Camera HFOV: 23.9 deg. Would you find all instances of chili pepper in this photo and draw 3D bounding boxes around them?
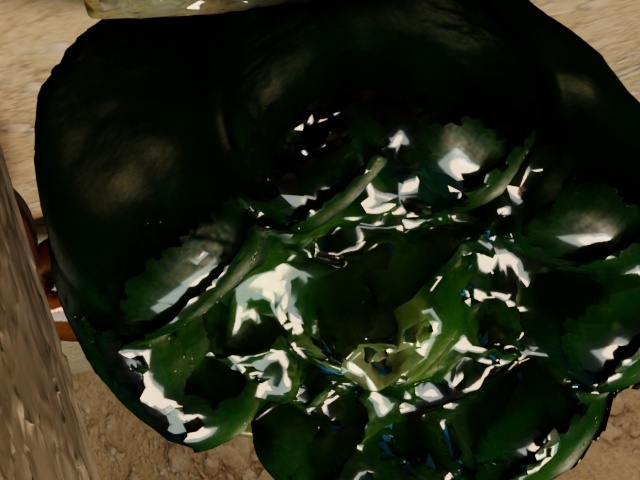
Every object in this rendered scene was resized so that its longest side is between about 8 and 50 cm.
[{"bbox_3d":[0.018,-0.023,0.650,0.233,0.257,0.248,-37,127,16],"label":"chili pepper"}]

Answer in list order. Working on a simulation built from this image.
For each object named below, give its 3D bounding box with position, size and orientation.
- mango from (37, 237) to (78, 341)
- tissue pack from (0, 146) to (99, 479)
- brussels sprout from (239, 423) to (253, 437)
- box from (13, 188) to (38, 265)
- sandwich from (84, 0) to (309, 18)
[{"bbox_3d":[-0.174,0.032,1.352,0.133,0.111,0.267,-39,159,34],"label":"mango"},{"bbox_3d":[-0.315,0.060,0.533,0.416,0.264,0.253,-16,-179,-2],"label":"tissue pack"},{"bbox_3d":[0.002,0.001,0.990,0.294,0.227,0.259,-42,179,-13],"label":"brussels sprout"},{"bbox_3d":[-0.310,0.021,0.958,0.263,0.108,0.404,-14,174,-10],"label":"box"},{"bbox_3d":[0.052,-0.150,0.403,0.271,0.099,0.301,-14,174,-11],"label":"sandwich"}]
